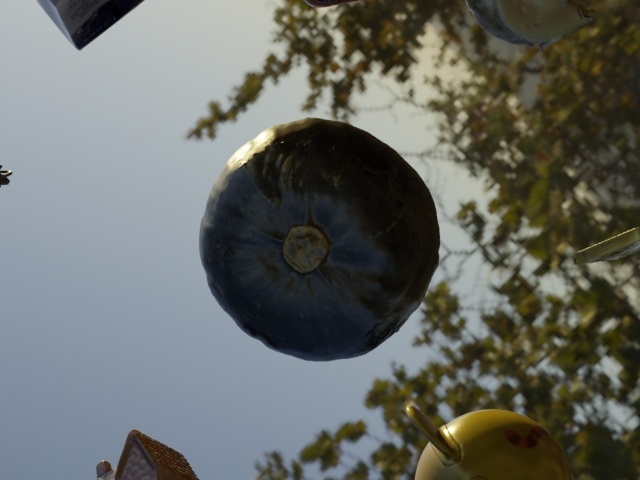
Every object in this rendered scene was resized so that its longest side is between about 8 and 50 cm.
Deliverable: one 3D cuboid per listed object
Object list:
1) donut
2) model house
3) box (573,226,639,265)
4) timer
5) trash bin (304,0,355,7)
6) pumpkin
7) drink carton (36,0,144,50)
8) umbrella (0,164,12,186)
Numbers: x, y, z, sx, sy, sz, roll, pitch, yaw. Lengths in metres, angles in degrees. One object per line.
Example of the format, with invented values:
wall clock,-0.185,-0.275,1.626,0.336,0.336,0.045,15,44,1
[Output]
donut,0.366,-0.519,2.122,0.307,0.371,0.150,-10,-141,-23
model house,-0.373,0.554,2.594,0.202,0.237,0.237,34,-144,-46
box,0.413,0.006,1.660,0.073,0.149,0.020,-8,-102,-27
timer,0.340,0.512,2.545,0.387,0.376,0.376,35,-166,-53
trash bin,0.007,-0.367,1.397,0.239,0.161,0.184,-155,53,-67
pumpkin,0.000,0.000,2.260,0.454,0.454,0.344,45,-170,-1
drink carton,-0.316,-0.354,1.633,0.102,0.134,0.222,52,174,2
umbrella,-0.489,-0.081,1.781,0.044,0.044,0.269,5,-167,1
